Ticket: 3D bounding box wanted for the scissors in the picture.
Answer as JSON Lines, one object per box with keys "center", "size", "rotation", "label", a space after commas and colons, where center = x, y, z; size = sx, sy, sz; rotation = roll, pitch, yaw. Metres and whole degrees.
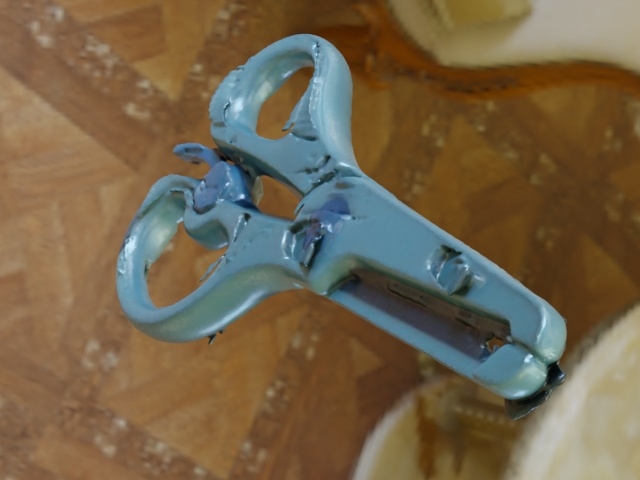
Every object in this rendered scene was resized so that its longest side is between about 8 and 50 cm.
{"center": [-0.001, 0.000, 0.819], "size": [0.032, 0.393, 0.180], "rotation": [32, 90, -29], "label": "scissors"}
